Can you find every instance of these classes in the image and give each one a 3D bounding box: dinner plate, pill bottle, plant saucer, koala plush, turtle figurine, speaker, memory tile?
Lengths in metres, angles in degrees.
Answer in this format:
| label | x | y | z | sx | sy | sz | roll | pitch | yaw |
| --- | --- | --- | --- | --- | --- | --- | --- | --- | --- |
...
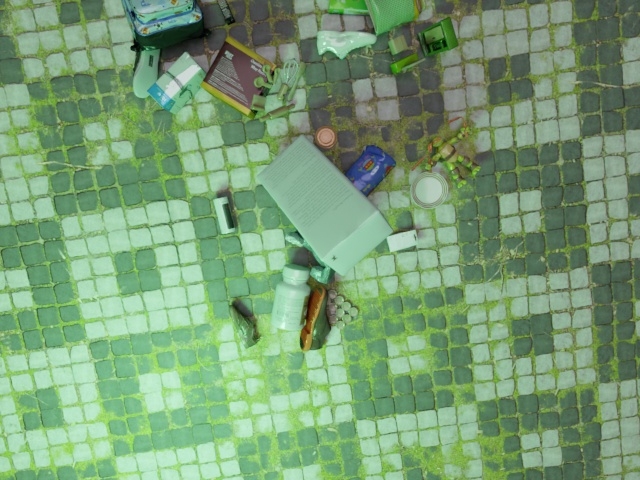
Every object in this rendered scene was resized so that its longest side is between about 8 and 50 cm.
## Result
| label | x | y | z | sx | sy | sz | roll | pitch | yaw |
| --- | --- | --- | --- | --- | --- | --- | --- | --- | --- |
| dinner plate | 0.412 | -0.191 | 1.638 | 0.141 | 0.017 | 0.141 | 0 | 97 | -2 |
| pill bottle | -0.107 | 0.211 | 1.625 | 0.131 | 0.131 | 0.229 | 10 | 97 | -2 |
| plant saucer | 0.020 | -0.384 | 1.605 | 0.084 | 0.013 | 0.083 | 0 | 97 | -2 |
| koala plush | 0.000 | 0.000 | 1.574 | 0.221 | 0.203 | 0.196 | 38 | 61 | 19 |
| turtle figurine | 0.468 | -0.301 | 1.589 | 0.217 | 0.087 | 0.269 | 44 | 86 | -14 |
| speaker | -0.360 | -0.095 | 1.617 | 0.055 | 0.055 | 0.136 | -12 | 97 | 1 |
| memory tile | 0.062 | 0.272 | 1.697 | 0.148 | 0.012 | 0.113 | 41 | 95 | -7 |

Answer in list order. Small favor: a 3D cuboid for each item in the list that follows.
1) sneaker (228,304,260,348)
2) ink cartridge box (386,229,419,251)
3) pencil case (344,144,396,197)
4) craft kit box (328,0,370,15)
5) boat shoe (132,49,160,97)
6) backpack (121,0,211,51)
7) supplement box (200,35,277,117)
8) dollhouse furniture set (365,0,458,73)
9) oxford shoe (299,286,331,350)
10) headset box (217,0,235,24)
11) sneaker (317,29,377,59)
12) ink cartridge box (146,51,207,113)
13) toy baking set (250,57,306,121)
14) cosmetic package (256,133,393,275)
| label | x | y | z | sx | sy | sz | roll | pitch | yaw |
| --- | --- | --- | --- | --- | --- | --- | --- | --- | --- |
| sneaker | -0.297 | 0.325 | 1.681 | 0.071 | 0.066 | 0.188 | -23 | 103 | -15 |
| ink cartridge box | 0.314 | -0.001 | 1.656 | 0.115 | 0.029 | 0.062 | -15 | 97 | 0 |
| pencil case | 0.135 | -0.215 | 1.577 | 0.133 | 0.119 | 0.306 | 42 | 95 | 0 |
| craft kit box | 0.157 | -0.927 | 1.515 | 0.247 | 0.061 | 0.249 | 3 | 98 | 1 |
| boat shoe | -0.626 | -0.616 | 1.536 | 0.070 | 0.078 | 0.219 | 16 | 92 | 38 |
| backpack | -0.537 | -0.796 | 1.418 | 0.277 | 0.213 | 0.263 | -23 | 83 | -19 |
| supplement box | -0.278 | -0.565 | 1.517 | 0.191 | 0.129 | 0.194 | 31 | 97 | -5 |
| dollhouse furniture set | 0.297 | -0.750 | 1.447 | 0.198 | 0.151 | 0.301 | -29 | 109 | -10 |
| oxford shoe | -0.004 | 0.301 | 1.663 | 0.099 | 0.097 | 0.271 | 8 | 111 | -23 |
| headset box | -0.334 | -0.813 | 1.515 | 0.032 | 0.062 | 0.083 | -24 | 98 | 1 |
| sneaker | 0.094 | -0.697 | 1.542 | 0.213 | 0.080 | 0.094 | 3 | 109 | 5 |
| ink cartridge box | -0.492 | -0.547 | 1.509 | 0.191 | 0.139 | 0.082 | -42 | 95 | 4 |
| toy baking set | -0.137 | -0.524 | 1.501 | 0.030 | 0.256 | 0.196 | 35 | 139 | 29 |
| cosmetic package | 0.004 | -0.128 | 1.441 | 0.230 | 0.161 | 0.453 | -42 | 55 | 5 |
